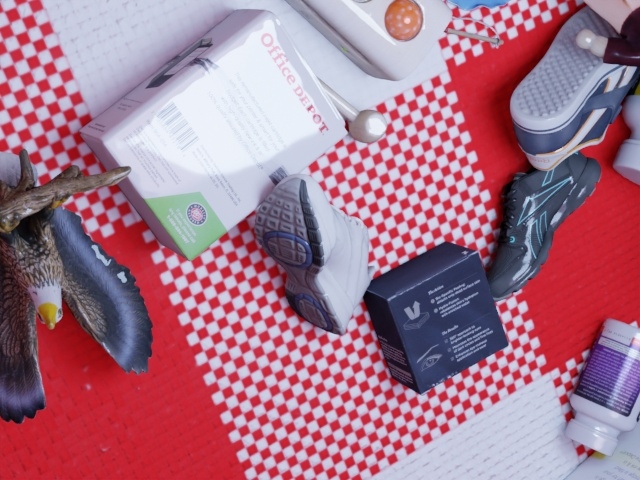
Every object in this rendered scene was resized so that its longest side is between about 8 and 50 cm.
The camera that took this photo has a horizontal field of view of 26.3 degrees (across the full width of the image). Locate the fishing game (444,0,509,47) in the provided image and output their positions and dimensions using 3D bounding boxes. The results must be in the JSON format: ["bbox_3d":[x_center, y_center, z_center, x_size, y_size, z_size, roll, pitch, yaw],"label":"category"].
[{"bbox_3d":[0.230,-0.410,1.919,0.189,0.041,0.264,10,95,-24],"label":"fishing game"}]

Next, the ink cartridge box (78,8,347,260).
[{"bbox_3d":[-0.134,-0.139,1.753,0.273,0.115,0.198,-40,113,-14],"label":"ink cartridge box"}]

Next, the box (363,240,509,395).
[{"bbox_3d":[0.162,0.108,1.947,0.156,0.093,0.158,-27,110,-19],"label":"box"}]

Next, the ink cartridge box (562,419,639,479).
[{"bbox_3d":[0.541,0.398,2.076,0.385,0.279,0.160,-38,113,-14],"label":"ink cartridge box"}]

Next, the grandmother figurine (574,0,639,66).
[{"bbox_3d":[0.444,-0.306,1.887,0.208,0.342,0.104,-32,152,-11],"label":"grandmother figurine"}]

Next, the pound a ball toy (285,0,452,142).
[{"bbox_3d":[0.029,-0.294,1.791,0.319,0.136,0.208,40,81,-25],"label":"pound a ball toy"}]

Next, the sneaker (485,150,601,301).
[{"bbox_3d":[0.298,-0.032,2.000,0.106,0.101,0.267,37,76,-11],"label":"sneaker"}]

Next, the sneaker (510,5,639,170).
[{"bbox_3d":[0.383,-0.231,1.977,0.321,0.126,0.127,-43,142,-24],"label":"sneaker"}]

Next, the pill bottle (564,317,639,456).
[{"bbox_3d":[0.447,0.225,2.094,0.108,0.108,0.193,25,87,-27],"label":"pill bottle"}]

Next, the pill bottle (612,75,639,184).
[{"bbox_3d":[0.561,-0.233,2.023,0.188,0.188,0.333,26,88,-27],"label":"pill bottle"}]

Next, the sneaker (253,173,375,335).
[{"bbox_3d":[0.000,0.000,1.815,0.129,0.111,0.297,-53,152,-23],"label":"sneaker"}]

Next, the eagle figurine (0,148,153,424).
[{"bbox_3d":[-0.340,0.054,1.678,0.226,0.225,0.298,9,134,12],"label":"eagle figurine"}]
